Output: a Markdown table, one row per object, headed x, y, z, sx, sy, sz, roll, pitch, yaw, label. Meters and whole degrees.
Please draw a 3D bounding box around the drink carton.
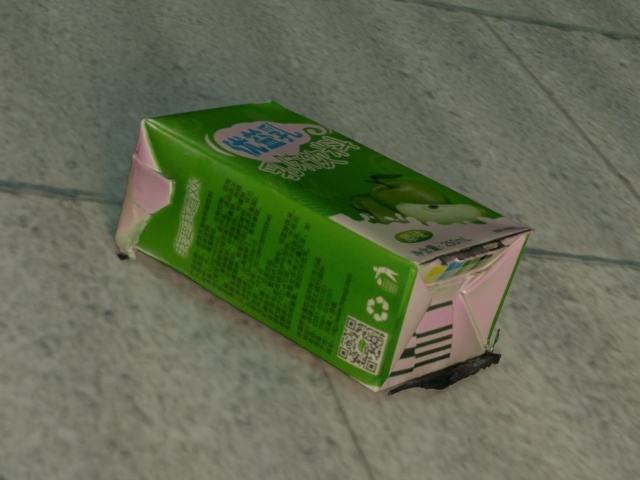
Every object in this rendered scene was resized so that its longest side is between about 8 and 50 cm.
| x | y | z | sx | sy | sz | roll | pitch | yaw | label |
| --- | --- | --- | --- | --- | --- | --- | --- | --- | --- |
| 0.000 | 0.000 | 1.339 | 0.271 | 0.108 | 0.161 | 28 | 24 | 31 | drink carton |
